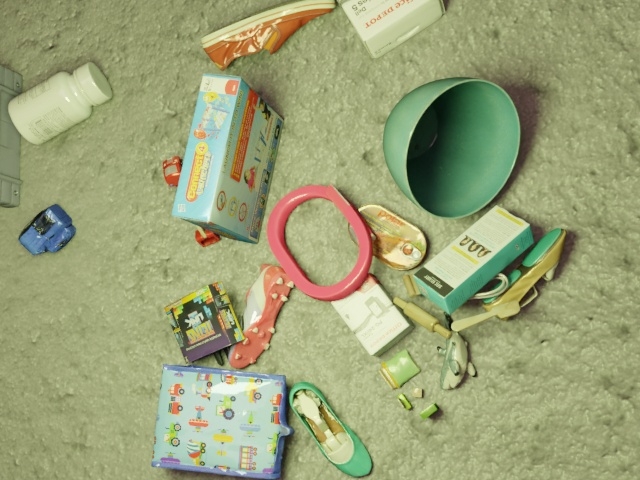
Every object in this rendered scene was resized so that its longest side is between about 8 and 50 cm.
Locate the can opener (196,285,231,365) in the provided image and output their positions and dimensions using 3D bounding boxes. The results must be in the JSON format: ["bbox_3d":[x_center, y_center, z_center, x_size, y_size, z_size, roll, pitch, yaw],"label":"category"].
[{"bbox_3d":[-0.247,0.196,1.884,0.059,0.073,0.186,-15,87,4],"label":"can opener"}]

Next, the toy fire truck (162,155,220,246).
[{"bbox_3d":[-0.300,-0.089,1.900,0.047,0.192,0.135,-22,48,10],"label":"toy fire truck"}]

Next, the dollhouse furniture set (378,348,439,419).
[{"bbox_3d":[0.188,0.309,1.745,0.076,0.058,0.151,-37,74,6],"label":"dollhouse furniture set"}]

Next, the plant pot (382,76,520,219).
[{"bbox_3d":[0.243,-0.213,1.725,0.290,0.290,0.195,-56,37,1],"label":"plant pot"}]

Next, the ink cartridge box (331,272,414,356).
[{"bbox_3d":[0.114,0.162,1.786,0.109,0.063,0.150,-40,73,6],"label":"ink cartridge box"}]

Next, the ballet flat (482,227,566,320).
[{"bbox_3d":[0.440,0.074,1.718,0.073,0.080,0.232,44,97,-11],"label":"ballet flat"}]

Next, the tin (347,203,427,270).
[{"bbox_3d":[0.149,-0.007,1.819,0.190,0.040,0.106,33,95,18],"label":"tin"}]

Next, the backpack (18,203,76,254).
[{"bbox_3d":[-0.671,-0.016,2.010,0.120,0.098,0.101,-41,93,4],"label":"backpack"}]

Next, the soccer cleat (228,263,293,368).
[{"bbox_3d":[-0.146,0.170,1.858,0.095,0.083,0.248,31,96,47],"label":"soccer cleat"}]

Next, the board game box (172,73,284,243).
[{"bbox_3d":[-0.192,-0.168,1.797,0.086,0.302,0.308,10,84,16],"label":"board game box"}]

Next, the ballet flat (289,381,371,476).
[{"bbox_3d":[0.012,0.409,1.762,0.083,0.087,0.247,-41,74,5],"label":"ballet flat"}]

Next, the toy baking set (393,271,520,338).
[{"bbox_3d":[0.277,0.112,1.707,0.197,0.030,0.256,-42,46,-10],"label":"toy baking set"}]

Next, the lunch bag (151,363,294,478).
[{"bbox_3d":[-0.199,0.392,1.786,0.293,0.138,0.221,3,82,20],"label":"lunch bag"}]

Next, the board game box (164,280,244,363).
[{"bbox_3d":[-0.262,0.185,1.834,0.170,0.048,0.141,-28,82,40],"label":"board game box"}]

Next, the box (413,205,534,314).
[{"bbox_3d":[0.317,0.038,1.696,0.244,0.060,0.100,-38,43,-12],"label":"box"}]

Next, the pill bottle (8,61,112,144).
[{"bbox_3d":[-0.641,-0.344,2.036,0.229,0.131,0.131,-27,75,10],"label":"pill bottle"}]

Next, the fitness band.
[{"bbox_3d":[0.000,0.000,1.818,0.209,0.054,0.291,-42,59,10],"label":"fitness band"}]

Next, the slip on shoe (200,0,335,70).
[{"bbox_3d":[-0.117,-0.495,1.940,0.331,0.123,0.101,-21,109,6],"label":"slip on shoe"}]

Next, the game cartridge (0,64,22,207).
[{"bbox_3d":[-0.826,-0.274,2.024,0.068,0.230,0.355,-5,81,14],"label":"game cartridge"}]

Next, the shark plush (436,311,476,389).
[{"bbox_3d":[0.270,0.232,1.740,0.067,0.073,0.161,-20,80,42],"label":"shark plush"}]

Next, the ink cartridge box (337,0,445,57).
[{"bbox_3d":[0.129,-0.589,1.874,0.198,0.115,0.273,-32,75,8],"label":"ink cartridge box"}]
